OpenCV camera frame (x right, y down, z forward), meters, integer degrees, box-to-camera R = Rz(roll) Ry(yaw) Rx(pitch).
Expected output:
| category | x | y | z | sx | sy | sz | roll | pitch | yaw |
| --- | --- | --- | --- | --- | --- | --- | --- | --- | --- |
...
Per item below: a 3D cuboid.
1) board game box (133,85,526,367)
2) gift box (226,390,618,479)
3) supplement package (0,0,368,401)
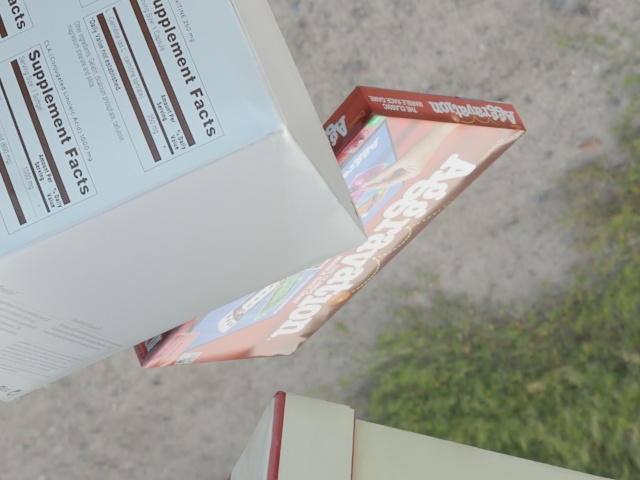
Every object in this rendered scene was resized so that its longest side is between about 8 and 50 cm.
| category | x | y | z | sx | sy | sz | roll | pitch | yaw |
| --- | --- | --- | --- | --- | --- | --- | --- | --- | --- |
| board game box | 0.000 | 0.000 | 0.858 | 0.145 | 0.027 | 0.281 | -2 | 146 | -44 |
| gift box | 0.025 | 0.260 | 0.686 | 0.258 | 0.276 | 0.255 | 15 | 132 | -10 |
| supplement package | -0.111 | -0.043 | 0.557 | 0.203 | 0.149 | 0.194 | -24 | 164 | 5 |
